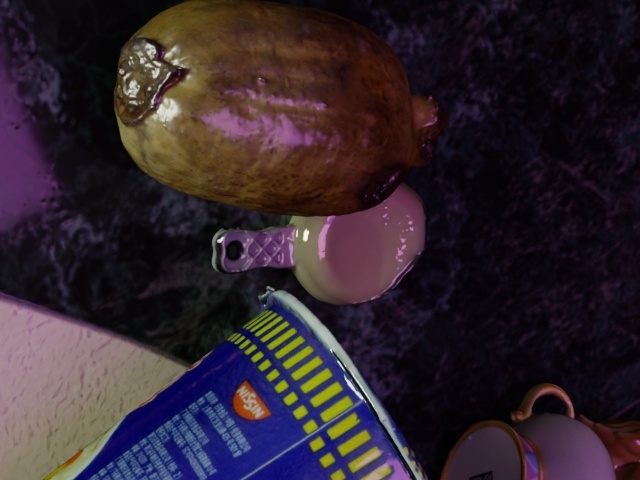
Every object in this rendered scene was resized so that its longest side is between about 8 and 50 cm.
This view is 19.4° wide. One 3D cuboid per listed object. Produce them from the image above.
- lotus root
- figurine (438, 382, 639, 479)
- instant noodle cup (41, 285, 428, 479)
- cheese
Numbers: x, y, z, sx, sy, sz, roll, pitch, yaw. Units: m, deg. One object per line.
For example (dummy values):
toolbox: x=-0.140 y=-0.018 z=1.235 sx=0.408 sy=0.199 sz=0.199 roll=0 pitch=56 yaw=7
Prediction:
lotus root: x=-0.020 y=-0.090 z=1.290 sx=0.260 sy=0.128 sz=0.145 roll=7 pitch=88 yaw=-32
figurine: x=0.227 y=0.216 z=1.495 sx=0.263 sy=0.142 sz=0.190 roll=17 pitch=69 yaw=-32
instant noodle cup: x=-0.091 y=0.224 z=1.256 sx=0.312 sy=0.284 sz=0.284 roll=-31 pitch=115 yaw=-11
cheese: x=0.002 y=0.007 z=1.370 sx=0.171 sy=0.047 sz=0.092 roll=-25 pitch=110 yaw=-23
